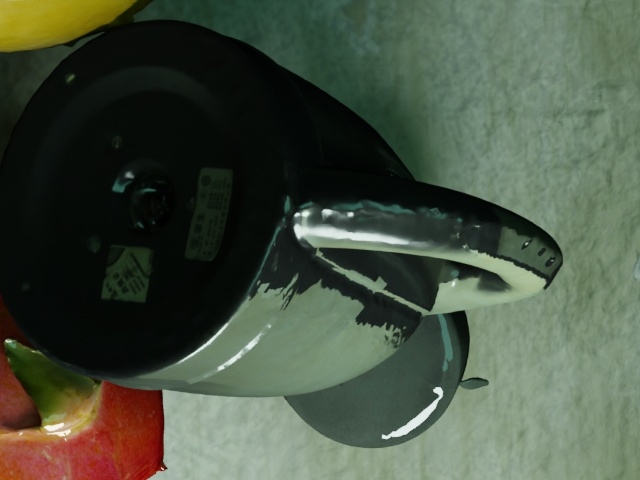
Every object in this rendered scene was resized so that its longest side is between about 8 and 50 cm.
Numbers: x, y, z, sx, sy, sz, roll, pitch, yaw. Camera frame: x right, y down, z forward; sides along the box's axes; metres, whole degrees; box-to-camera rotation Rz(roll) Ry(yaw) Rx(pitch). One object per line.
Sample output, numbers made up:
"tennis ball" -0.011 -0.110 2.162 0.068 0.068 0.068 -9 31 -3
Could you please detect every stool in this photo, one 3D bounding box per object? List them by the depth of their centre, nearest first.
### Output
"stool" 0.029 0.063 1.328 0.228 0.139 0.153 43 106 0

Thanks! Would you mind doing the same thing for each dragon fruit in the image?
"dragon fruit" -0.223 0.114 1.155 0.224 0.224 0.227 -27 81 -23

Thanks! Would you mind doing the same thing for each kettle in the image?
"kettle" 0.000 0.000 1.092 0.324 0.321 0.228 20 71 -59

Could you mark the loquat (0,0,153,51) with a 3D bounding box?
"loquat" -0.200 -0.262 1.043 0.328 0.328 0.359 -29 143 -22
